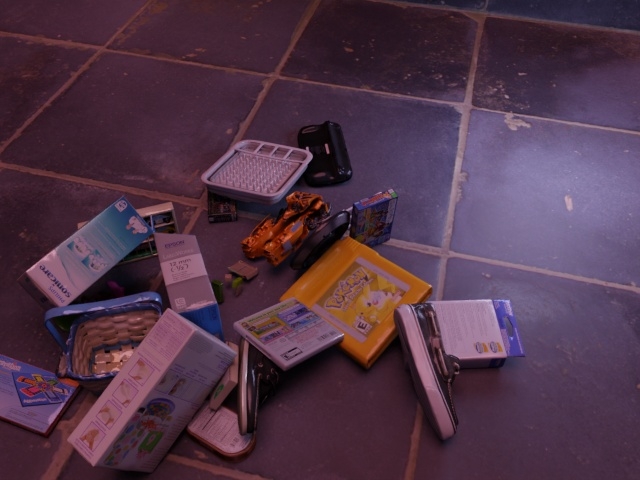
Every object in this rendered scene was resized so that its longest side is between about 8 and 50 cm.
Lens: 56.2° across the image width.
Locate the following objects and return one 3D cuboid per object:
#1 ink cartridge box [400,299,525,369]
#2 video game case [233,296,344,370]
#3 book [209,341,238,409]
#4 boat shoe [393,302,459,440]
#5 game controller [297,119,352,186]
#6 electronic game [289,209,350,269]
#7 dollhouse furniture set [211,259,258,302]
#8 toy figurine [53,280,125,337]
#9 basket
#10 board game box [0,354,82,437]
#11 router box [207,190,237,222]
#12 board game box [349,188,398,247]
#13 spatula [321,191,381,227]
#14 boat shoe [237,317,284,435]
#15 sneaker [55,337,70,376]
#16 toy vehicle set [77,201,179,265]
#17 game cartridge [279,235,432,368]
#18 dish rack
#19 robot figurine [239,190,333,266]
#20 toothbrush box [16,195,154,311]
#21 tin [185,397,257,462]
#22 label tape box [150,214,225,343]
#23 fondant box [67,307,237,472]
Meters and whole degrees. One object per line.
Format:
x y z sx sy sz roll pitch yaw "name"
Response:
0.366 0.248 1.596 0.310 0.065 0.186 -3 48 0 "ink cartridge box"
-0.078 0.230 1.513 0.193 0.023 0.212 32 35 33 "video game case"
-0.238 0.330 1.469 0.035 0.096 0.144 30 19 -22 "book"
0.281 0.302 1.449 0.119 0.121 0.335 -14 72 -7 "boat shoe"
0.011 -0.310 2.121 0.166 0.067 0.319 -15 47 5 "game controller"
0.000 0.000 1.713 0.229 0.229 0.048 -37 76 -30 "electronic game"
-0.250 0.120 1.733 0.076 0.059 0.151 20 30 26 "dollhouse furniture set"
-0.613 0.176 1.640 0.173 0.130 0.159 -4 27 30 "toy figurine"
-0.496 0.236 1.439 0.254 0.289 0.201 -7 53 -11 "basket"
-0.753 0.375 1.486 0.281 0.027 0.145 15 50 13 "board game box"
-0.317 -0.114 1.938 0.092 0.038 0.123 -5 48 -6 "router box"
0.154 -0.053 1.777 0.136 0.201 0.035 -20 54 -19 "board game box"
0.075 -0.063 1.819 0.242 0.168 0.019 -29 68 -30 "spatula"
-0.145 0.325 1.469 0.112 0.127 0.340 6 30 -9 "boat shoe"
-0.640 0.305 1.543 0.058 0.052 0.135 22 26 -23 "sneaker"
-0.549 -0.010 1.752 0.266 0.166 0.035 -15 46 -14 "toy vehicle set"
0.093 0.152 1.636 0.323 0.053 0.285 32 67 30 "game cartridge"
-0.204 -0.219 1.975 0.285 0.072 0.333 14 36 15 "dish rack"
-0.096 -0.048 1.810 0.211 0.085 0.291 12 50 44 "robot figurine"
-0.596 0.040 1.520 0.126 0.216 0.295 51 61 -15 "toothbrush box"
-0.238 0.446 1.423 0.189 0.040 0.106 24 47 20 "tin"
-0.347 0.121 1.575 0.115 0.249 0.348 -14 49 -13 "label tape box"
-0.352 0.335 1.312 0.096 0.238 0.330 30 77 24 "fondant box"
